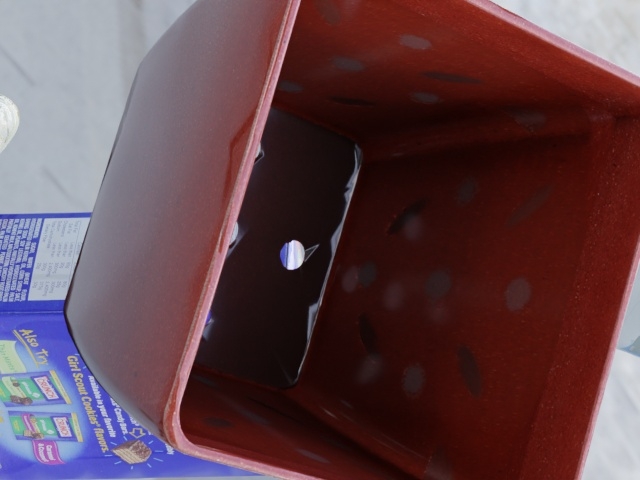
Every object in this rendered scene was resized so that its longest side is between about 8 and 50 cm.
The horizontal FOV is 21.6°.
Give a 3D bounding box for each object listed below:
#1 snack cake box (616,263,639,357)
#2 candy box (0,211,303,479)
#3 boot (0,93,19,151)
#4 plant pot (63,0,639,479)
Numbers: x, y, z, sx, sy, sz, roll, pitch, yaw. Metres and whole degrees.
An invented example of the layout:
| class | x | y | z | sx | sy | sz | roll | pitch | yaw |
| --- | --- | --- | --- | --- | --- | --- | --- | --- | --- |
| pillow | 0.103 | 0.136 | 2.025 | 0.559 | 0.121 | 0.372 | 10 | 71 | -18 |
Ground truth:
| class | x | y | z | sx | sy | sz | roll | pitch | yaw |
| --- | --- | --- | --- | --- | --- | --- | --- | --- | --- |
| snack cake box | 0.293 | -0.050 | 1.356 | 0.089 | 0.152 | 0.264 | 20 | 56 | 0 |
| candy box | -0.164 | 0.095 | 1.445 | 0.268 | 0.317 | 0.122 | 82 | 10 | -52 |
| boot | -0.403 | -0.058 | 1.772 | 0.077 | 0.213 | 0.165 | 34 | 8 | -6 |
| plant pot | 0.000 | 0.000 | 0.956 | 0.267 | 0.236 | 0.267 | 21 | 82 | -34 |
